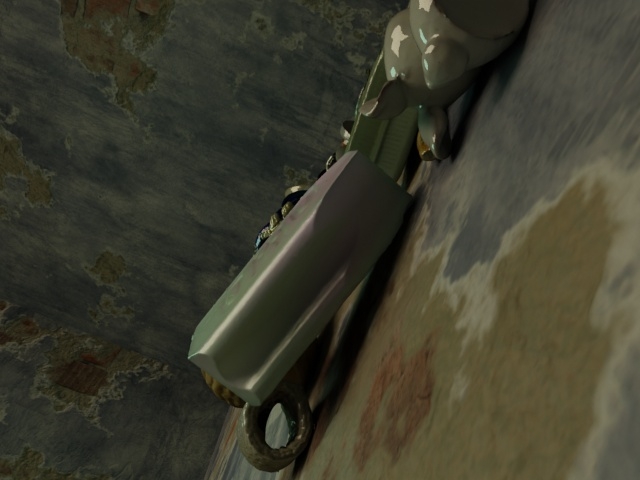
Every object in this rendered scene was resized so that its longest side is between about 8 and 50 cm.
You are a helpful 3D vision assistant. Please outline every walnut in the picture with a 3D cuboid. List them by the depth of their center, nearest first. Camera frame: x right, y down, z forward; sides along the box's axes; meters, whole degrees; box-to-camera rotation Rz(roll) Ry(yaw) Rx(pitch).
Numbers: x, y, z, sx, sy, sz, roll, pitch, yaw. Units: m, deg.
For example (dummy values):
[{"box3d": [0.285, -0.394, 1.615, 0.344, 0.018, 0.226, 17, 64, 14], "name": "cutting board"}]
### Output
[{"box3d": [-0.111, 0.194, 1.073, 0.261, 0.224, 0.225, 111, 180, -58], "name": "walnut"}]

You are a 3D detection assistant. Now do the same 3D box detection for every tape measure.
[{"box3d": [0.106, -0.199, 0.938, 0.207, 0.115, 0.235, -62, -9, -64], "name": "tape measure"}]

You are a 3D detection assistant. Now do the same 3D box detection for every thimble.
[{"box3d": [-0.066, 0.265, 0.852, 0.090, 0.102, 0.115, 116, 177, -56], "name": "thimble"}]

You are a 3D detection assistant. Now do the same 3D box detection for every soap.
[{"box3d": [-0.028, 0.042, 0.829, 0.347, 0.115, 0.208, -51, 12, 2], "name": "soap"}]

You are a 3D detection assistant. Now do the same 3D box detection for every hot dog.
[{"box3d": [0.148, -0.141, 0.795, 0.044, 0.028, 0.137, -36, 22, 27], "name": "hot dog"}]

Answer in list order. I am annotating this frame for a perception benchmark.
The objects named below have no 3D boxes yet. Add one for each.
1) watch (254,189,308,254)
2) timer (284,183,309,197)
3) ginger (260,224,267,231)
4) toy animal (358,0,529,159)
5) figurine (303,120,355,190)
[{"box3d": [-0.008, -0.001, 1.126, 0.200, 0.196, 0.171, -39, -9, -50], "name": "watch"}, {"box3d": [-0.023, -0.013, 1.717, 0.175, 0.175, 0.266, 127, 147, -73], "name": "timer"}, {"box3d": [-0.080, 0.107, 1.331, 0.166, 0.080, 0.333, 127, 133, -64], "name": "ginger"}, {"box3d": [0.136, -0.209, 0.668, 0.193, 0.127, 0.179, 124, 166, -58], "name": "toy animal"}, {"box3d": [0.049, -0.129, 1.266, 0.176, 0.132, 0.236, -84, 19, -60], "name": "figurine"}]
